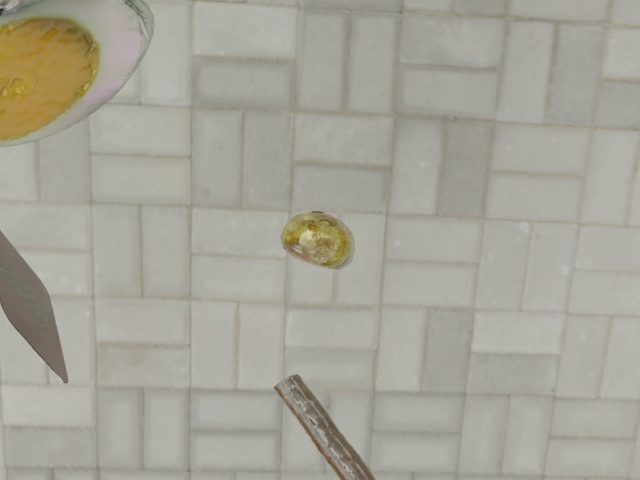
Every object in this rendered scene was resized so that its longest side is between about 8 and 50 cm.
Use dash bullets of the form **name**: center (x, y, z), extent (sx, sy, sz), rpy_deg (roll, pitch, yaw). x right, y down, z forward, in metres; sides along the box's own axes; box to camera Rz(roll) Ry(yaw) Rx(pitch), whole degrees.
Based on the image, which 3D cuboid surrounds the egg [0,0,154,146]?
- **egg**: center (-0.350, -0.237, 0.931), extent (0.286, 0.264, 0.174), rpy_deg (-41, 72, 23)

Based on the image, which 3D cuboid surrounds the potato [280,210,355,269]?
- **potato**: center (0.000, 0.000, 1.185), extent (0.107, 0.170, 0.080), rpy_deg (31, 90, 15)

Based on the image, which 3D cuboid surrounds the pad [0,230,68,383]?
- **pad**: center (-0.444, 0.090, 1.248), extent (0.004, 0.267, 0.181), rpy_deg (-30, 130, -6)

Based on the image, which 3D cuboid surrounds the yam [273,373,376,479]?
- **yam**: center (0.047, 0.310, 1.035), extent (0.326, 0.045, 0.045), rpy_deg (55, 141, 5)
